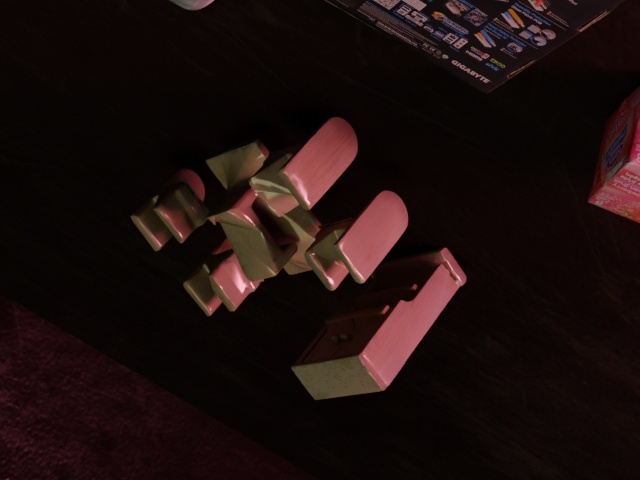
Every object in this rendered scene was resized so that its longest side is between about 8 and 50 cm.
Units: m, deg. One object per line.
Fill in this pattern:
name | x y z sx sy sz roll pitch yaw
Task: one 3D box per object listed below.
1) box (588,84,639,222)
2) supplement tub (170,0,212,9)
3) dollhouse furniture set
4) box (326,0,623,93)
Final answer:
box | 0.464 -0.074 1.705 0.256 0.128 0.123 21 153 -6
supplement tub | -0.211 -0.390 1.464 0.316 0.194 0.193 30 152 -20
dollhouse furniture set | 0.000 0.000 2.131 0.362 0.256 0.394 -15 117 47
box | 0.148 -0.302 1.537 0.295 0.073 0.293 28 151 -17
